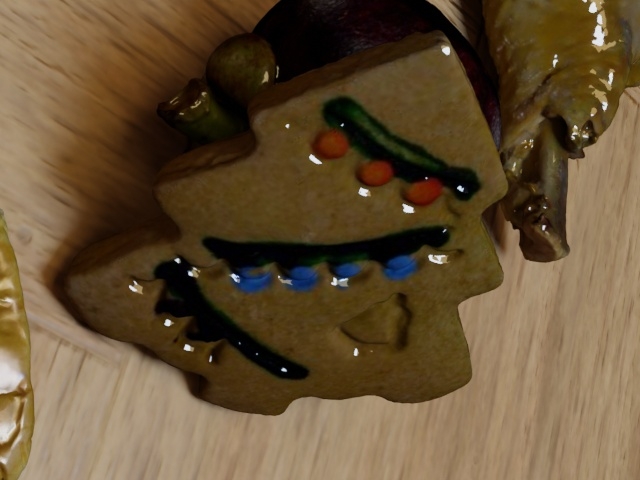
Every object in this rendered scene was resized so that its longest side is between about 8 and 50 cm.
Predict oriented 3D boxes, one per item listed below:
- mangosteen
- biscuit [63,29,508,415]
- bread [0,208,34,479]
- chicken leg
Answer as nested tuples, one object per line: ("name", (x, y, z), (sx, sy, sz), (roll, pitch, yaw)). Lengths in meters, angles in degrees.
("mangosteen", (0.005, -0.076, 0.863), (0.231, 0.194, 0.194), (-15, 94, -30))
("biscuit", (0.000, 0.001, 0.787), (0.278, 0.301, 0.043), (11, 39, -18))
("bread", (-0.229, 0.058, 0.617), (0.149, 0.158, 0.143), (-4, 88, -42))
("chicken leg", (0.237, -0.172, 1.147), (0.295, 0.182, 0.409), (29, 66, -58))
